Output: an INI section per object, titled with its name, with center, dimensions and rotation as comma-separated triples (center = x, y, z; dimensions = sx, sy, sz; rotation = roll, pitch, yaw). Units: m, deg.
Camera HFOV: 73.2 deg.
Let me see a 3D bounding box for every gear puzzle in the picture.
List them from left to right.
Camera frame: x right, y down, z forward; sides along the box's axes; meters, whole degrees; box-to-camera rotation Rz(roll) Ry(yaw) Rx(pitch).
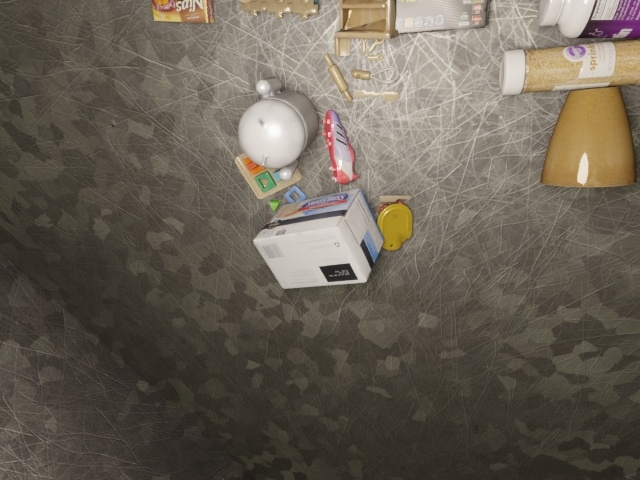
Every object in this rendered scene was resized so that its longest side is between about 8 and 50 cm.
[gear puzzle]
center = -0.162, -0.760, 1.280
dimensions = 0.338, 0.044, 0.176
rotation = 8, 111, 9

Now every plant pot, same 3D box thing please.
[plant pot]
center = 0.756, -0.292, 1.215
dimensions = 0.237, 0.237, 0.255
rotation = -1, 103, 14

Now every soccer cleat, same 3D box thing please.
[soccer cleat]
center = 0.068, -0.313, 1.444
dimensions = 0.095, 0.083, 0.248
rotation = -14, 110, -12

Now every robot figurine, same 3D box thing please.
[robot figurine]
center = -0.124, -0.337, 1.308
dimensions = 0.199, 0.353, 0.300
rotation = -9, 113, 17

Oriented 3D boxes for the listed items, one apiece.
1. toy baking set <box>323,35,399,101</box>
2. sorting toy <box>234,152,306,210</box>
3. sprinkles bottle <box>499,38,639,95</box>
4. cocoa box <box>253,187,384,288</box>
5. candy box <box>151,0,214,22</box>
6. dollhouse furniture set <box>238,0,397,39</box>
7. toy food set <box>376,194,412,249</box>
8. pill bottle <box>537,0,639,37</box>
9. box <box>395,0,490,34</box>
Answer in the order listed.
[toy baking set]
center = 0.132, -0.526, 1.335
dimensions = 0.196, 0.030, 0.256
rotation = -20, 110, 22
[sorting toy]
center = -0.192, -0.256, 1.541
dimensions = 0.195, 0.047, 0.348
rotation = -24, 109, 23
[sprinkles bottle]
center = 0.685, -0.473, 1.180
dimensions = 0.355, 0.121, 0.121
rotation = 0, 116, 13
[cocoa box]
center = 0.000, 0.000, 1.467
dimensions = 0.347, 0.228, 0.232
rotation = -8, 124, 34
[candy box]
center = -0.431, -0.743, 1.348
dimensions = 0.186, 0.053, 0.109
rotation = 8, 118, 11
[dollhouse furniture set]
center = 0.045, -0.614, 1.057
dimensions = 0.362, 0.394, 0.257
rotation = 14, 126, 26
[toy food set]
center = 0.253, -0.076, 1.522
dimensions = 0.128, 0.071, 0.218
rotation = -9, 119, -9
[pill bottle]
center = 0.730, -0.601, 1.069
dimensions = 0.322, 0.181, 0.182
rotation = 5, 117, 12
[box]
center = 0.326, -0.694, 1.186
dimensions = 0.269, 0.060, 0.216
rotation = 2, 118, 13
